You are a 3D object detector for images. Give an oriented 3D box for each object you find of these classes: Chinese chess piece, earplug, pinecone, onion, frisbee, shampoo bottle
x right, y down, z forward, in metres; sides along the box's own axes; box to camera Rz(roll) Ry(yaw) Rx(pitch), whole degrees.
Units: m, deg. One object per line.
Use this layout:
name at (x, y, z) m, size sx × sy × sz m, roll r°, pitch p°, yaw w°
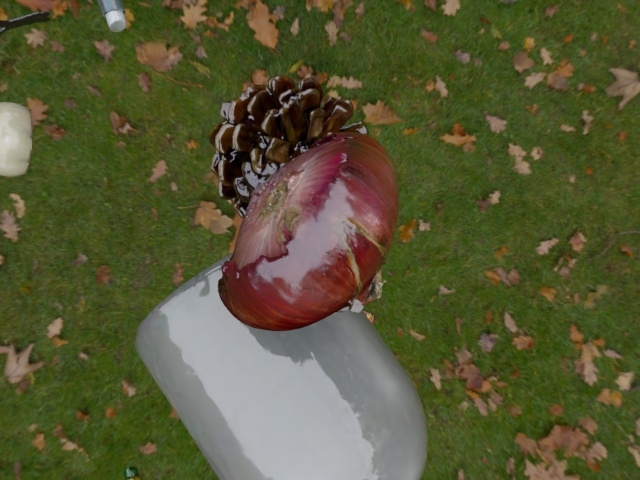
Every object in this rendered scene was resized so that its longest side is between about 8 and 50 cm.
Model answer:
Chinese chess piece at (-0.515, -0.167, 0.856) m, size 0.051 × 0.122 × 0.122 m, roll 3°, pitch 88°, yaw -39°
earplug at (-0.032, 0.226, 0.754) m, size 0.312 × 0.312 × 0.394 m, roll -37°, pitch 77°, yaw -2°
pinecone at (-0.058, -0.216, 1.279) m, size 0.397 × 0.398 × 0.398 m, roll 0°, pitch 89°, yaw -1°
onion at (-0.009, -0.007, 0.574) m, size 0.248 × 0.248 × 0.161 m, roll -43°, pitch 125°, yaw -2°
frisbee at (-0.673, -0.460, 1.103) m, size 0.187 × 0.211 × 0.012 m, roll -28°, pitch 89°, yaw -20°
shampoo bottle at (-0.462, -0.550, 1.100) m, size 0.074 × 0.074 × 0.192 m, roll -17°, pitch 94°, yaw -2°

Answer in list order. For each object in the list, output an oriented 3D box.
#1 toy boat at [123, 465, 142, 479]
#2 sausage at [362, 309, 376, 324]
toy boat at (-0.336, 0.535, 0.938) m, size 0.089 × 0.088 × 0.230 m, roll 6°, pitch 70°, yaw -33°
sausage at (0.066, 0.211, 1.045) m, size 0.050 × 0.048 × 0.145 m, roll 31°, pitch 67°, yaw -10°
